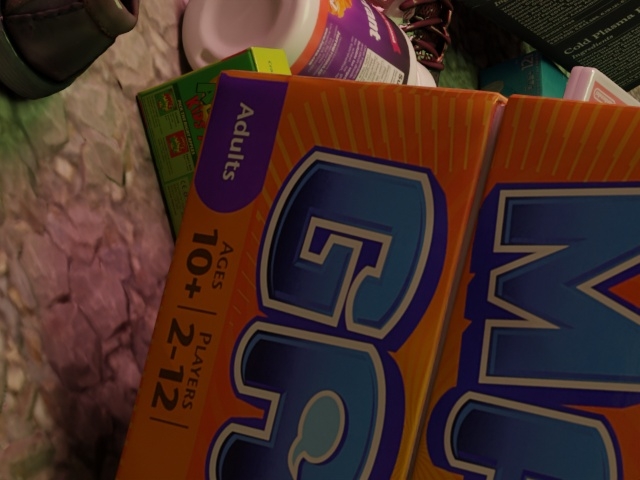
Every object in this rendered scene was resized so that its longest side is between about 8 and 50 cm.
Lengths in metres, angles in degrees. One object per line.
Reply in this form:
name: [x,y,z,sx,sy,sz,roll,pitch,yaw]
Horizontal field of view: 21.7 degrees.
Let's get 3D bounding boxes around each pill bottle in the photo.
pill bottle: [0.001,-0.125,1.179,0.193,0.108,0.108,27,52,-52]

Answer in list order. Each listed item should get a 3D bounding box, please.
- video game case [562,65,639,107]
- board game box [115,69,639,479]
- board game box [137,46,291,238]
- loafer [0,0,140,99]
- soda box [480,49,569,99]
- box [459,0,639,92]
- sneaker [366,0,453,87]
video game case: [0.234,0.019,1.436,0.204,0.025,0.285,27,79,-46]
board game box: [0.141,0.139,0.911,0.356,0.356,0.356,22,80,-54]
board game box: [-0.047,-0.021,1.059,0.043,0.092,0.181,-6,80,-61]
loafer: [-0.126,-0.212,1.026,0.109,0.095,0.302,47,38,-37]
soda box: [0.189,-0.063,1.501,0.071,0.067,0.210,38,44,-44]
box: [0.213,-0.347,1.520,0.312,0.179,0.343,18,46,-54]
sneaker: [0.084,-0.206,1.307,0.106,0.163,0.281,7,68,-58]
